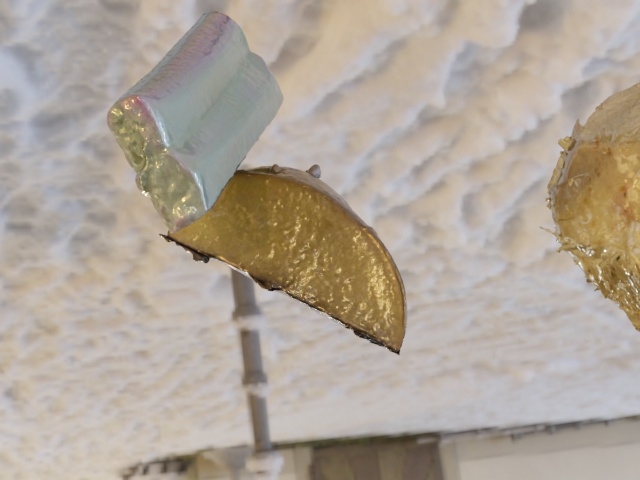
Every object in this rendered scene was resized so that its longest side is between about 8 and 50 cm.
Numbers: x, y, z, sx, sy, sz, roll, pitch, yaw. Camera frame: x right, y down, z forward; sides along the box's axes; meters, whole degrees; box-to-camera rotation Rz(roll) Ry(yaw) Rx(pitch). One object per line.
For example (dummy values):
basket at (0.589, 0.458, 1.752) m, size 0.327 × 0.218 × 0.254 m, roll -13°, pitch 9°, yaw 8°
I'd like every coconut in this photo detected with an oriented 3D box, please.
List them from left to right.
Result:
coconut at (0.254, -0.021, 0.686) m, size 0.194 × 0.194 × 0.194 m, roll -6°, pitch 160°, yaw -2°

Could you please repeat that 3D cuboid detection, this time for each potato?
potato at (0.000, 0.000, 0.696) m, size 0.172 × 0.089 × 0.100 m, roll 24°, pitch 177°, yaw 20°

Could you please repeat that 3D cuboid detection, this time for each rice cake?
rice cake at (-0.070, -0.082, 0.660) m, size 0.042 × 0.080 × 0.221 m, roll -25°, pitch -163°, yaw 19°
